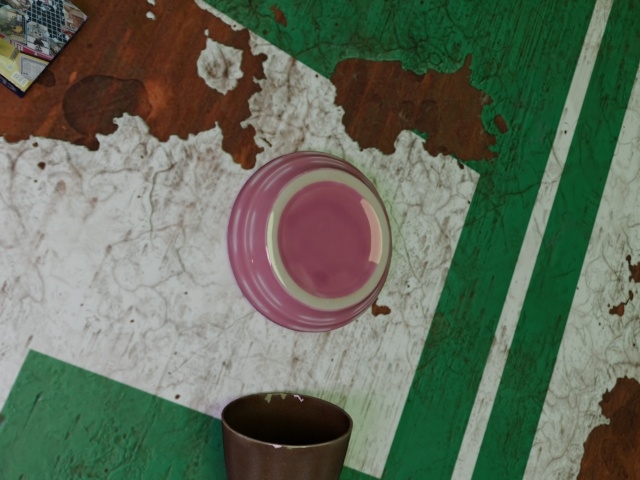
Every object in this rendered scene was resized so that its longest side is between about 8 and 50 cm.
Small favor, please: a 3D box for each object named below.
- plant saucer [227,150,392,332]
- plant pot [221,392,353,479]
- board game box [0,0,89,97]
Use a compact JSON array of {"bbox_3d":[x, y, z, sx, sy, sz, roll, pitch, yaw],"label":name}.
[{"bbox_3d":[0.000,0.000,1.343,0.331,0.084,0.333,2,86,-29],"label":"plant saucer"},{"bbox_3d":[-0.063,0.399,1.229,0.215,0.215,0.231,0,100,-28],"label":"plant pot"},{"bbox_3d":[-0.500,-0.357,1.123,0.243,0.042,0.165,40,70,-20],"label":"board game box"}]
